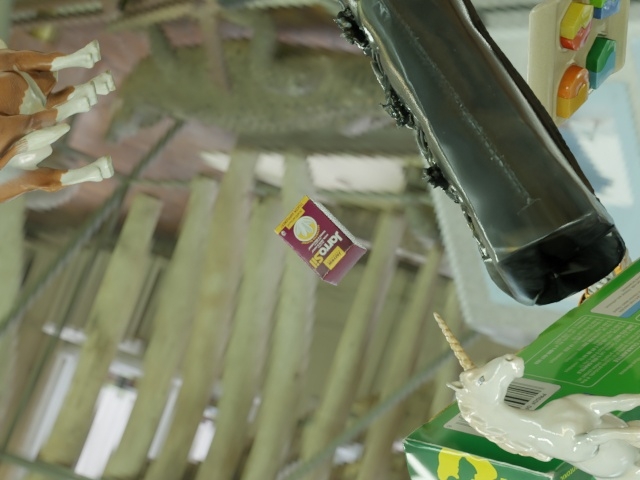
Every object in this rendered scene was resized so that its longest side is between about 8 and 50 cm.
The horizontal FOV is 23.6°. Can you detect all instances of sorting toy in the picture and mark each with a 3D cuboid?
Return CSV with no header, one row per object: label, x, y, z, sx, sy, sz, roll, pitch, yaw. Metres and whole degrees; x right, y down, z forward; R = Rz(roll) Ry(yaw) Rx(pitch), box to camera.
sorting toy,0.323,-0.243,1.872,0.038,0.208,0.193,24,136,31

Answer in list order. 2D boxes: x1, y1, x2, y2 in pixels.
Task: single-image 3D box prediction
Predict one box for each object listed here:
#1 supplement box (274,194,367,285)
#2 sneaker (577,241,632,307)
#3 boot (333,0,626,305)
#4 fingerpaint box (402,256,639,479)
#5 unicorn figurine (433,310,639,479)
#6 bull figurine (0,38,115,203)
supplement box,0.000,0.000,1.654,0.083,0.055,0.043,45,-172,23
sneaker,0.365,0.078,1.953,0.083,0.084,0.215,-9,119,19
boot,0.145,-0.145,1.414,0.445,0.146,0.367,56,-159,22
fingerpaint box,0.306,0.246,1.400,0.163,0.445,0.371,9,120,44
unicorn figurine,0.141,0.095,0.781,0.111,0.060,0.162,-17,131,41
bull figurine,-0.310,-0.138,1.557,0.188,0.310,0.101,-13,129,1
